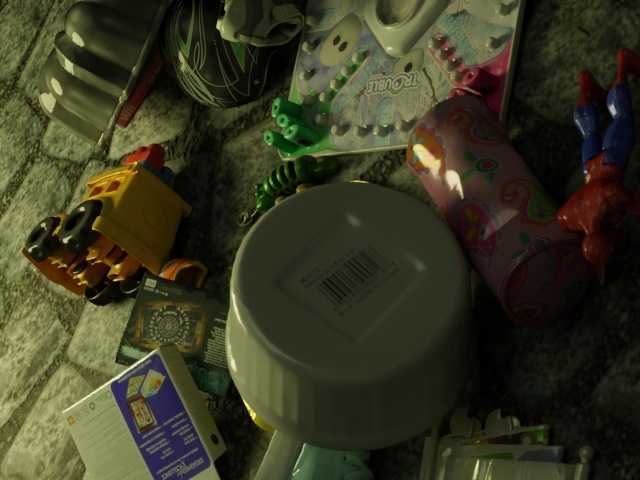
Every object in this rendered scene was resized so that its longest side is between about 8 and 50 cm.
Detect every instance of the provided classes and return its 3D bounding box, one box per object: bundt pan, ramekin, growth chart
[{"bbox_3d":[-0.308,-0.296,2.248,0.331,0.124,0.331,-158,90,-78],"label":"bundt pan"},{"bbox_3d":[0.032,0.071,1.672,0.277,0.135,0.277,-1,58,1],"label":"ramekin"},{"bbox_3d":[0.180,0.257,1.609,0.237,0.021,0.172,2,70,49],"label":"growth chart"}]

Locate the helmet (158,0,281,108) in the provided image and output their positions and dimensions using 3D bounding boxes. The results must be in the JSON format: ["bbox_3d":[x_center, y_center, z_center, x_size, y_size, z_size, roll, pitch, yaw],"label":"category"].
[{"bbox_3d":[-0.142,-0.269,2.174,0.169,0.169,0.162,-9,46,46],"label":"helmet"}]

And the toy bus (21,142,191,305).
[{"bbox_3d":[-0.290,-0.034,2.223,0.220,0.149,0.211,-13,47,47],"label":"toy bus"}]

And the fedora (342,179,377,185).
[{"bbox_3d":[0.000,0.000,1.912,0.194,0.079,0.194,-27,51,38],"label":"fedora"}]

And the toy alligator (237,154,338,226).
[{"bbox_3d":[-0.058,-0.066,2.036,0.189,0.051,0.056,-28,50,36],"label":"toy alligator"}]

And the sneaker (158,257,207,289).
[{"bbox_3d":[-0.203,0.102,2.095,0.067,0.064,0.175,2,71,53],"label":"sneaker"}]

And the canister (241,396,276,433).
[{"bbox_3d":[-0.031,0.122,1.843,0.170,0.073,0.126,-65,34,28],"label":"canister"}]

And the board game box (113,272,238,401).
[{"bbox_3d":[-0.169,0.123,2.027,0.186,0.026,0.126,15,80,31],"label":"board game box"}]

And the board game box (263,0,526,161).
[{"bbox_3d":[0.098,-0.303,1.975,0.390,0.050,0.390,-3,71,47],"label":"board game box"}]

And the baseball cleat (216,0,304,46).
[{"bbox_3d":[-0.067,-0.316,2.081,0.072,0.109,0.206,108,-178,-47],"label":"baseball cleat"}]

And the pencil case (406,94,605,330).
[{"bbox_3d":[0.193,-0.034,1.688,0.124,0.124,0.284,-49,41,18],"label":"pencil case"}]

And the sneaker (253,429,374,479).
[{"bbox_3d":[0.018,0.266,1.734,0.150,0.135,0.366,22,80,21],"label":"sneaker"}]

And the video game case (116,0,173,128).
[{"bbox_3d":[-0.271,-0.334,2.453,0.285,0.025,0.204,-55,39,11],"label":"video game case"}]

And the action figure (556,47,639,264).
[{"bbox_3d":[0.312,-0.057,1.599,0.091,0.139,0.280,-31,26,38],"label":"action figure"}]

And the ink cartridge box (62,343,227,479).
[{"bbox_3d":[-0.216,0.267,2.005,0.206,0.045,0.208,-34,75,33],"label":"ink cartridge box"}]
